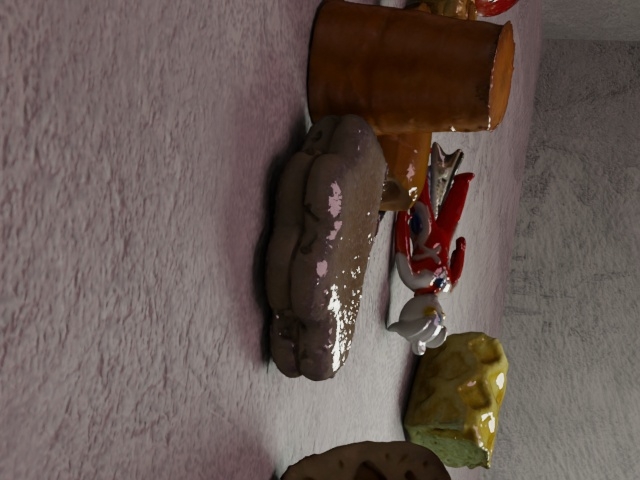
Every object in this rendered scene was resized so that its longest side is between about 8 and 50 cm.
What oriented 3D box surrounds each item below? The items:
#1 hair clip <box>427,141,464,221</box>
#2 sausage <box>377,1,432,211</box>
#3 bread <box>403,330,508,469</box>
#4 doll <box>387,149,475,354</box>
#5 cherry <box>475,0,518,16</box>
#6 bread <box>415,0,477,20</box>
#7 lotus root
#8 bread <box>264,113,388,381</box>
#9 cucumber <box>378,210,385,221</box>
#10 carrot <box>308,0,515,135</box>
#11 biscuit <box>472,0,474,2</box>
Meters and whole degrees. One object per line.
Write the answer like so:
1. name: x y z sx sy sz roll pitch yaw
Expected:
1. hair clip: 0.232 -0.057 2.182 0.106 0.084 0.292 -52 149 -71
2. sausage: 0.122 -0.216 1.676 0.134 0.116 0.354 49 43 -50
3. bread: 0.287 0.336 2.263 0.196 0.238 0.252 39 56 -28
4. doll: 0.201 0.025 2.012 0.188 0.099 0.384 23 69 -36
5. cherry: 0.364 -0.564 2.311 0.249 0.175 0.192 27 78 -74
6. bread: 0.222 -0.341 1.974 0.198 0.120 0.236 -9 102 -75
7. lotus root: 0.038 0.425 1.387 0.250 0.316 0.316 105 4 -46
8. bread: -0.004 0.000 1.326 0.183 0.102 0.337 33 65 -68
9. cucumber: 0.088 -0.070 1.714 0.058 0.052 0.215 -61 180 39
10. carrot: 0.124 -0.222 1.433 0.196 0.254 0.196 7 90 -70
11. biscuit: 0.269 -0.583 2.135 0.160 0.030 0.250 1 95 -52
